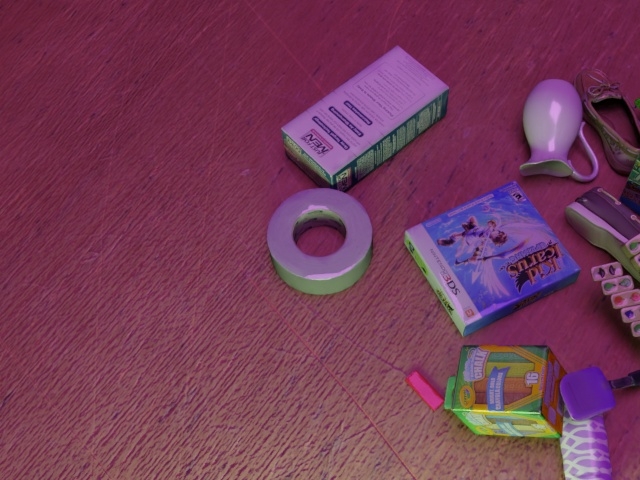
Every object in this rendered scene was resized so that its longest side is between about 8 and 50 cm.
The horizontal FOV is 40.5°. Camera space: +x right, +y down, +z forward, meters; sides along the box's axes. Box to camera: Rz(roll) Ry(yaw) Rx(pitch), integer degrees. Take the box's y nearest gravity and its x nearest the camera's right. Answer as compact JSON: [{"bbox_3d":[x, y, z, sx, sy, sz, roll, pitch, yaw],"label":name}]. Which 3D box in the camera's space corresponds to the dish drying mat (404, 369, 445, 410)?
[{"bbox_3d":[0.201,0.288,1.664,0.032,0.008,0.083,-38,66,-15],"label":"dish drying mat"}]

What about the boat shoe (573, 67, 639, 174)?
[{"bbox_3d":[0.644,-0.281,1.905,0.105,0.089,0.285,-17,61,-5],"label":"boat shoe"}]

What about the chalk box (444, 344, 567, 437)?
[{"bbox_3d":[0.321,0.272,1.573,0.213,0.132,0.132,-5,57,30],"label":"chalk box"}]

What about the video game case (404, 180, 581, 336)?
[{"bbox_3d":[0.346,0.031,1.769,0.270,0.061,0.244,-25,63,-10],"label":"video game case"}]

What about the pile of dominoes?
[{"bbox_3d":[0.652,0.102,1.618,0.196,0.040,0.251,-33,79,-1],"label":"pile of dominoes"}]

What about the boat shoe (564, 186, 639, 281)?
[{"bbox_3d":[0.633,0.005,1.736,0.091,0.109,0.305,-39,61,-11],"label":"boat shoe"}]

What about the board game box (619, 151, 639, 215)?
[{"bbox_3d":[0.733,-0.121,1.686,0.097,0.303,0.224,-40,65,-17],"label":"board game box"}]

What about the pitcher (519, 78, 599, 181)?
[{"bbox_3d":[0.524,-0.233,1.882,0.178,0.125,0.207,13,71,-12],"label":"pitcher"}]

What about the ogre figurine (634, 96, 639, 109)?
[{"bbox_3d":[0.789,-0.273,1.887,0.197,0.097,0.118,32,68,20],"label":"ogre figurine"}]

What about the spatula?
[{"bbox_3d":[0.557,0.257,1.586,0.296,0.030,0.084,-8,67,-31],"label":"spatula"}]

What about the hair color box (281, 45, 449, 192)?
[{"bbox_3d":[0.101,-0.265,1.925,0.347,0.105,0.174,-37,65,-16],"label":"hair color box"}]

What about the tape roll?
[{"bbox_3d":[0.000,0.000,1.804,0.219,0.072,0.219,-2,60,3],"label":"tape roll"}]

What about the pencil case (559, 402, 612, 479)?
[{"bbox_3d":[0.478,0.354,1.569,0.086,0.088,0.206,-19,53,37],"label":"pencil case"}]
